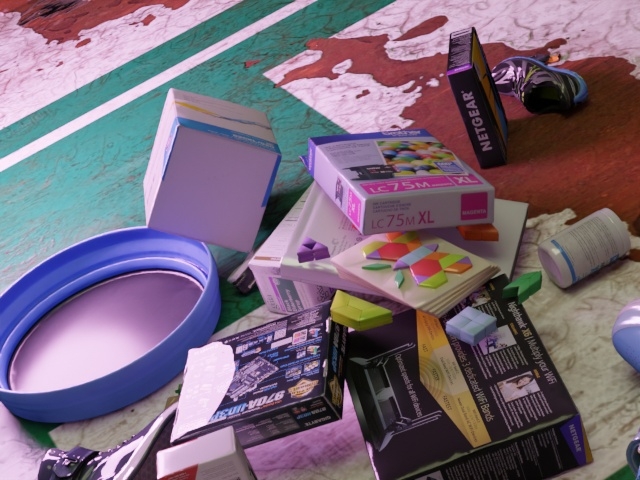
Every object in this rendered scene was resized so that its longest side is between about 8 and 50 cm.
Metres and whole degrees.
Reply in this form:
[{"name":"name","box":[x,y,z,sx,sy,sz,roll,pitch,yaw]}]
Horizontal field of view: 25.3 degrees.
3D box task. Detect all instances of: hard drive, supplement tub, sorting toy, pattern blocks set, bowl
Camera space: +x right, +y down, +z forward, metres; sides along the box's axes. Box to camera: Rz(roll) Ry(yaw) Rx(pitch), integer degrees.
[{"name":"hard drive","box":[0.120,0.000,1.982,0.308,0.040,0.203,10,44,12]},{"name":"supplement tub","box":[0.350,0.010,1.899,0.107,0.071,0.071,-28,32,-9]},{"name":"sorting toy","box":[-0.186,0.224,1.958,0.062,0.012,0.083,-14,36,21]},{"name":"pattern blocks set","box":[0.121,0.032,1.846,0.325,0.026,0.285,16,38,30]},{"name":"bowl","box":[-0.330,0.123,2.137,0.391,0.077,0.391,-15,32,10]}]

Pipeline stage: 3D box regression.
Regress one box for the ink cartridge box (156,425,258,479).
[{"name":"ink cartridge box","box":[-0.124,0.300,1.691,0.099,0.135,0.056,-20,29,3]}]

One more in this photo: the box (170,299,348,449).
[{"name":"box","box":[-0.075,0.179,1.800,0.220,0.051,0.175,-20,34,19]}]

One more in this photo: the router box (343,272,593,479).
[{"name":"router box","box":[0.163,0.188,1.735,0.243,0.081,0.309,-21,32,2]}]

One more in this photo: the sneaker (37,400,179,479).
[{"name":"sneaker","box":[-0.265,0.279,1.857,0.163,0.086,0.226,6,40,37]}]

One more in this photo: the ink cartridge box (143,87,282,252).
[{"name":"ink cartridge box","box":[-0.173,-0.114,2.223,0.168,0.171,0.232,14,18,-14]}]

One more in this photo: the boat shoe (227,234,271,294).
[{"name":"boat shoe","box":[-0.093,0.034,2.164,0.046,0.038,0.125,-35,11,47]}]

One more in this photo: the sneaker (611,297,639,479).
[{"name":"sneaker","box":[0.383,0.183,1.570,0.208,0.127,0.319,-31,32,-17]}]

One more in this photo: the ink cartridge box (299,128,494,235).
[{"name":"ink cartridge box","box":[0.098,-0.094,1.991,0.186,0.065,0.311,-5,21,-16]}]

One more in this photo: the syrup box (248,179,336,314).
[{"name":"syrup box","box":[0.000,0.000,2.105,0.096,0.093,0.237,3,39,33]}]

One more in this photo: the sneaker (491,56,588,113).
[{"name":"sneaker","box":[0.339,-0.247,2.294,0.078,0.067,0.188,-35,36,-31]}]

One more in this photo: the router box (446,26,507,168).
[{"name":"router box","box":[0.244,-0.220,2.206,0.046,0.179,0.133,-14,34,18]}]

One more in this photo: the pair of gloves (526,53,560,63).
[{"name":"pair of gloves","box":[0.363,-0.291,2.399,0.074,0.010,0.083,-7,34,23]}]
